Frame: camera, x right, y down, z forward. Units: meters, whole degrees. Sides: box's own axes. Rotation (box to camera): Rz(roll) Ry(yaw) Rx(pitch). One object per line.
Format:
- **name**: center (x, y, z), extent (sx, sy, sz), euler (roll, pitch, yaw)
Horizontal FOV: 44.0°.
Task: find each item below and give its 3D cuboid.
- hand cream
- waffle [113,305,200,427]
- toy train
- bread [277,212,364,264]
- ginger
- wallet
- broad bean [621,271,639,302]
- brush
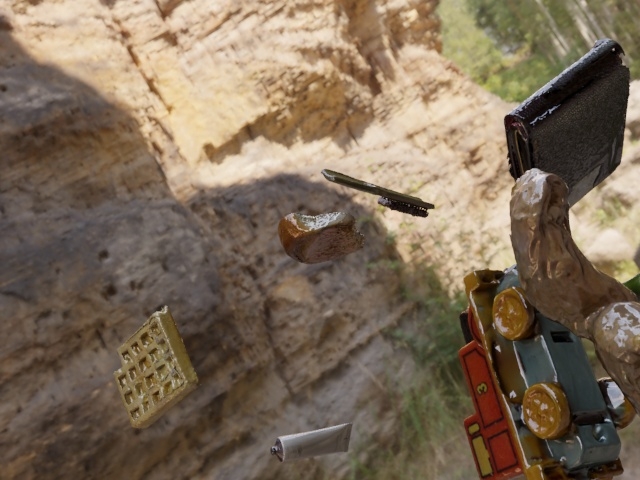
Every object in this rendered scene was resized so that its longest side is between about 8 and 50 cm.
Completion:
- **hand cream**: center (-0.019, 0.448, 1.743), extent (0.186, 0.054, 0.087), euler (-4, -59, -21)
- **waffle**: center (-0.175, 0.135, 0.821), extent (0.021, 0.092, 0.135), euler (-12, -20, -44)
- **toy train**: center (0.308, 0.216, 1.156), extent (0.163, 0.368, 0.231), euler (4, -31, -31)
- **bread**: center (0.000, 0.000, 1.182), extent (0.126, 0.044, 0.129), euler (-8, -29, 7)
- **ginger**: center (0.246, 0.071, 0.697), extent (0.084, 0.290, 0.122), euler (-35, -6, 11)
- **wallet**: center (0.394, -0.153, 1.245), extent (0.221, 0.071, 0.262), euler (-40, -43, -17)
- **broad bean**: center (0.495, 0.046, 1.186), extent (0.227, 0.069, 0.039), euler (-45, 22, -2)
- **brush**: center (0.100, -0.077, 1.369), extent (0.248, 0.043, 0.036), euler (13, -82, -40)
